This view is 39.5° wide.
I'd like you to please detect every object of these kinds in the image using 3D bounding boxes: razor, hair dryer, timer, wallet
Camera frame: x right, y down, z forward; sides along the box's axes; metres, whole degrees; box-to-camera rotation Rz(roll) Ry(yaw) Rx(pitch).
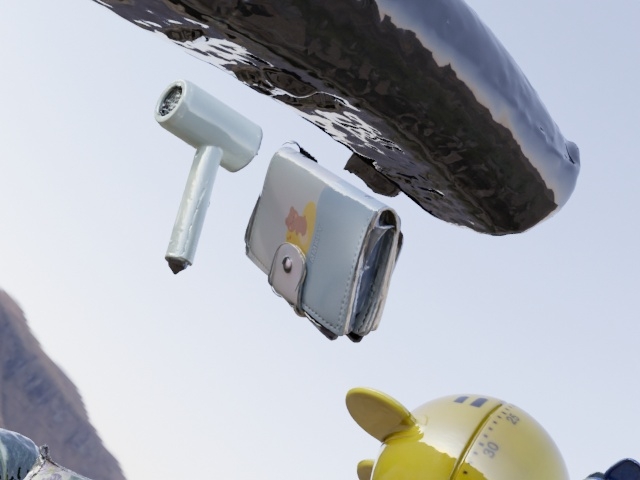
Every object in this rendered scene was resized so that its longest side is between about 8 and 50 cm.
[{"bbox_3d":[0.010,-0.117,0.534,0.327,0.107,0.189,31,-5,-34],"label":"razor"},{"bbox_3d":[-0.161,-0.071,1.105,0.073,0.236,0.131,-8,-30,45],"label":"hair dryer"},{"bbox_3d":[0.218,0.410,1.525,0.387,0.376,0.376,22,-34,29],"label":"timer"},{"bbox_3d":[0.000,0.000,0.997,0.231,0.069,0.170,38,-64,51],"label":"wallet"}]

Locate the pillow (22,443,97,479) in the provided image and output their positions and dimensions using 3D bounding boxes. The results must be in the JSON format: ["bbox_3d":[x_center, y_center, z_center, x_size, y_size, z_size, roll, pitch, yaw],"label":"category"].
[{"bbox_3d":[-0.309,0.395,1.219,0.255,0.169,0.059,26,-44,-6],"label":"pillow"}]

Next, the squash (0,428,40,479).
[{"bbox_3d":[-0.529,0.416,1.382,0.165,0.252,0.252,6,-46,46],"label":"squash"}]

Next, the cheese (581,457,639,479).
[{"bbox_3d":[0.323,0.359,1.129,0.156,0.064,0.250,46,-58,9],"label":"cheese"}]
